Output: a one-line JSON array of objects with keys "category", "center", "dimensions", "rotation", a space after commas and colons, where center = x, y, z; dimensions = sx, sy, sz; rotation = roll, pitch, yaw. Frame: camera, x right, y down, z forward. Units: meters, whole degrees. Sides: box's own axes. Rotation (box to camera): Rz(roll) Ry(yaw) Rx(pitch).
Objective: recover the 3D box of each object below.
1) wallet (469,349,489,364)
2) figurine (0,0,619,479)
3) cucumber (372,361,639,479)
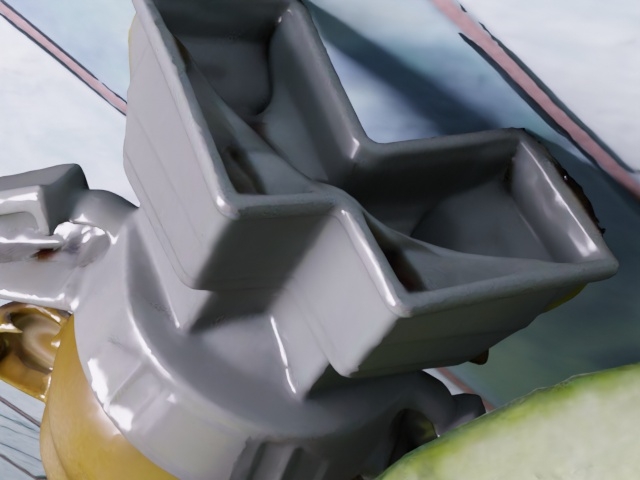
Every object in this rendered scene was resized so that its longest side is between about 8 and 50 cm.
[{"category": "wallet", "center": [0.000, 0.000, 0.724], "dimensions": [0.198, 0.031, 0.110], "rotation": [20, 154, 18]}, {"category": "figurine", "center": [-0.039, 0.049, 0.627], "dimensions": [0.342, 0.167, 0.285], "rotation": [43, 132, 13]}, {"category": "cucumber", "center": [0.156, 0.111, 0.536], "dimensions": [0.325, 0.105, 0.145], "rotation": [-12, 137, 8]}]
